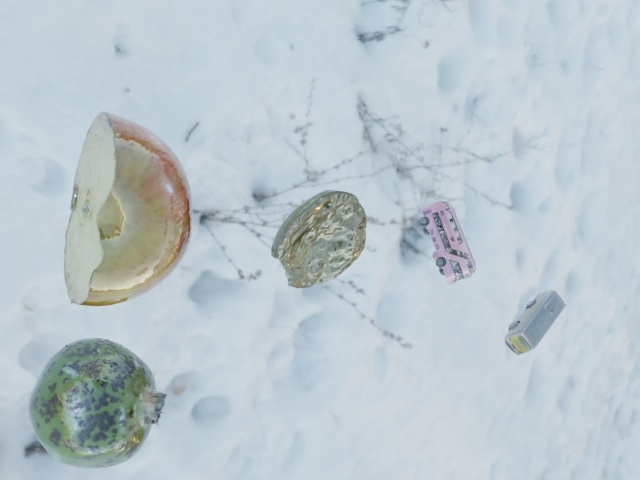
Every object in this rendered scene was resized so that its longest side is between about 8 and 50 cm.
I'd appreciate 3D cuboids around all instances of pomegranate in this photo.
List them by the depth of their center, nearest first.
[{"bbox_3d":[-0.422,0.318,1.502,0.254,0.271,0.254,6,90,-75],"label":"pomegranate"}]

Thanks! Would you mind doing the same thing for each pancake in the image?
[{"bbox_3d":[-0.001,-0.001,1.521,0.222,0.042,0.236,-49,140,4],"label":"pancake"}]

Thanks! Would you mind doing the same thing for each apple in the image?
[{"bbox_3d":[-0.289,-0.039,1.207,0.163,0.251,0.293,11,95,-29],"label":"apple"}]

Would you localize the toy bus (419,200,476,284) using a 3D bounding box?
[{"bbox_3d":[0.297,0.002,1.825,0.063,0.090,0.203,54,18,-61],"label":"toy bus"}]

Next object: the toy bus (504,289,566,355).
[{"bbox_3d":[0.454,0.171,1.635,0.172,0.072,0.057,-40,94,-37],"label":"toy bus"}]
